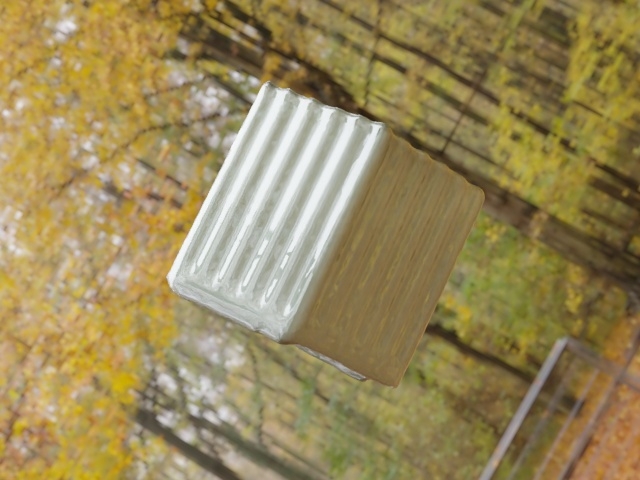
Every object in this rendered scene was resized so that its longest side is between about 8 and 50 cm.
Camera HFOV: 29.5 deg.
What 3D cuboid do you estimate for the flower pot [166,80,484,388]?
[{"bbox_3d":[0.000,0.000,1.032,0.189,0.209,0.239,-64,4,-4],"label":"flower pot"}]
